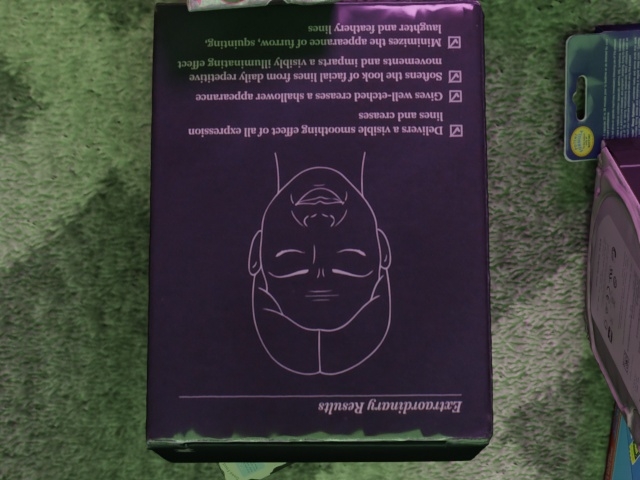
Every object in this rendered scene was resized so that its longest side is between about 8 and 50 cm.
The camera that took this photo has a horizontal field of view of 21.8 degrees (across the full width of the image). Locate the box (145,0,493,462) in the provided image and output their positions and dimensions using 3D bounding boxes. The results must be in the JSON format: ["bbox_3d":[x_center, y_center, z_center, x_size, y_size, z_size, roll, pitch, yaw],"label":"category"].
[{"bbox_3d":[0.000,0.000,1.512,0.294,0.212,0.395,0,78,1],"label":"box"}]

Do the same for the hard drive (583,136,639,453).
[{"bbox_3d":[0.326,0.077,1.592,0.064,0.339,0.237,-4,121,-6],"label":"hard drive"}]

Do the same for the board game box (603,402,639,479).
[{"bbox_3d":[0.388,0.255,1.845,0.145,0.027,0.281,2,109,-9],"label":"board game box"}]

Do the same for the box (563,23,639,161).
[{"bbox_3d":[0.354,-0.154,1.693,0.225,0.036,0.136,-4,109,-7],"label":"box"}]

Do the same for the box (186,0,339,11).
[{"bbox_3d":[-0.063,-0.304,1.481,0.142,0.247,0.163,-4,109,-3],"label":"box"}]

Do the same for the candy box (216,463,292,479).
[{"bbox_3d":[-0.023,0.152,1.687,0.196,0.165,0.070,-26,109,2],"label":"candy box"}]
